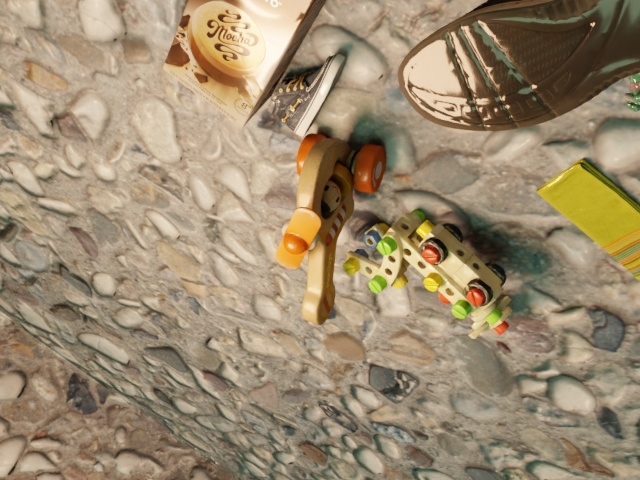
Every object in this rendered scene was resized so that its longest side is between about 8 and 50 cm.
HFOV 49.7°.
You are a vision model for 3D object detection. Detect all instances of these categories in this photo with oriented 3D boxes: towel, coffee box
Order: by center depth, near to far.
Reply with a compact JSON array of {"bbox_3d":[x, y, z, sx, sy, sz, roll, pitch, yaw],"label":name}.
[{"bbox_3d":[-0.110,-0.340,1.060,0.168,0.119,0.297,36,140,-4],"label":"coffee box"},{"bbox_3d":[0.464,-0.028,1.098,0.237,0.021,0.102,38,139,-7],"label":"towel"}]

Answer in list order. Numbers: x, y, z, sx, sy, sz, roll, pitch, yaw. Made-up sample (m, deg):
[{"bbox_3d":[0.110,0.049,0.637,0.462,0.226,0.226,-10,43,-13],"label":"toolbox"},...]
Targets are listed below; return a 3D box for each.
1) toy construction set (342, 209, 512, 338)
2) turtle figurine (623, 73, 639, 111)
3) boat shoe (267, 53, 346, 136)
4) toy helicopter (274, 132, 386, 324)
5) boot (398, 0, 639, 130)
[{"bbox_3d":[0.215,0.073,1.252,0.327,0.151,0.215,32,140,-1],"label":"toy construction set"},{"bbox_3d":[0.387,-0.233,0.857,0.234,0.118,0.175,14,167,30],"label":"turtle figurine"},{"bbox_3d":[-0.028,-0.251,1.142,0.083,0.065,0.183,33,141,-3],"label":"boat shoe"},{"bbox_3d":[0.000,0.000,1.197,0.140,0.235,0.355,14,119,19],"label":"toy helicopter"},{"bbox_3d":[0.284,-0.275,0.754,0.377,0.284,0.138,-19,120,41],"label":"boot"}]
